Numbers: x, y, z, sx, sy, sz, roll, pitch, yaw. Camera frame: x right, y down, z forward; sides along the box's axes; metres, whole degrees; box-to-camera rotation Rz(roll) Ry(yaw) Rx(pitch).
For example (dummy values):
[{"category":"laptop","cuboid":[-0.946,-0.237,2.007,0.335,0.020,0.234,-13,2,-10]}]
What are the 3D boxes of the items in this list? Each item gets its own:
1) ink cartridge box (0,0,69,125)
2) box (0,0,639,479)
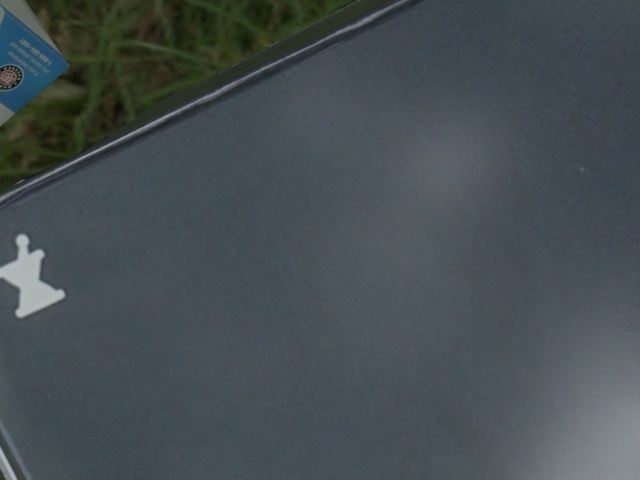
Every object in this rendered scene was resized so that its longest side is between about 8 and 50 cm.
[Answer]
[{"category":"ink cartridge box","cuboid":[-0.387,-0.152,1.311,0.270,0.198,0.197,-40,60,6]},{"category":"box","cuboid":[0.113,-0.020,0.471,0.343,0.312,0.179,-25,97,12]}]
